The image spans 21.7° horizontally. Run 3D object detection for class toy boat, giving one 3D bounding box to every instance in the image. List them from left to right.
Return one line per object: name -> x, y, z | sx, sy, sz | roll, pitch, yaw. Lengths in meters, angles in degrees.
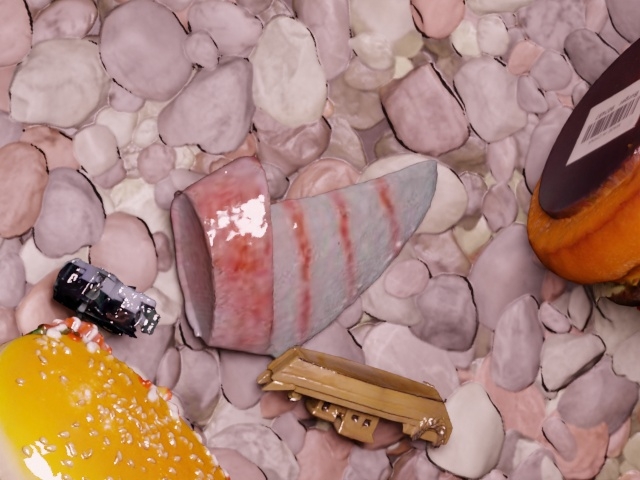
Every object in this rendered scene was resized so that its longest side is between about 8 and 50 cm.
toy boat -> 0.000, 0.000, 1.639 | 0.282, 0.096, 0.206 | -18, 107, -27
toy boat -> 0.035, 0.160, 1.647 | 0.206, 0.064, 0.072 | 18, 104, -19

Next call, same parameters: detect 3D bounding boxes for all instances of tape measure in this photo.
tape measure -> -0.206, 0.054, 1.565 | 0.091, 0.094, 0.054 | 34, 79, -32

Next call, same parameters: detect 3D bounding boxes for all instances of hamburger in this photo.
hamburger -> -0.199, 0.211, 1.502 | 0.151, 0.227, 0.295 | -33, 104, 22
hamburger -> 0.381, -0.056, 1.609 | 0.250, 0.330, 0.330 | 35, 81, -13
